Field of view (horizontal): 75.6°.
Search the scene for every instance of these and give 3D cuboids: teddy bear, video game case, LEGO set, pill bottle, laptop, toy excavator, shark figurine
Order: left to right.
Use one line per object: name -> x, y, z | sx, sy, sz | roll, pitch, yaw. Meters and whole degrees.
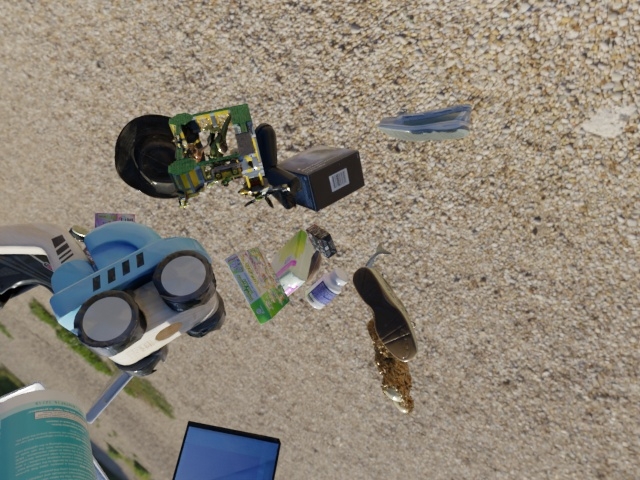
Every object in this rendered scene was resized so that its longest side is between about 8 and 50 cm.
pill bottle -> -0.386, 0.344, 0.559 | 0.264, 0.146, 0.146 | 39, 147, 46
toy excavator -> -0.471, 0.064, 0.850 | 0.445, 0.432, 0.222 | 51, 159, 22
video game case -> -0.662, 0.437, 1.443 | 0.036, 0.300, 0.329 | 42, 173, -12
laptop -> -0.226, 0.546, 0.876 | 0.234, 0.264, 0.137 | 9, 104, 3
LEGO set -> -0.242, -0.180, 1.023 | 0.192, 0.254, 0.331 | 82, 163, -45
pill bottle -> 0.031, 0.208, 1.833 | 0.112, 0.112, 0.186 | 45, 112, -4
shark figurine -> 0.234, 0.149, 1.985 | 0.116, 0.166, 0.279 | -145, 56, -68
teddy bear -> 0.245, 0.393, 1.350 | 0.113, 0.338, 0.245 | -26, 114, 14

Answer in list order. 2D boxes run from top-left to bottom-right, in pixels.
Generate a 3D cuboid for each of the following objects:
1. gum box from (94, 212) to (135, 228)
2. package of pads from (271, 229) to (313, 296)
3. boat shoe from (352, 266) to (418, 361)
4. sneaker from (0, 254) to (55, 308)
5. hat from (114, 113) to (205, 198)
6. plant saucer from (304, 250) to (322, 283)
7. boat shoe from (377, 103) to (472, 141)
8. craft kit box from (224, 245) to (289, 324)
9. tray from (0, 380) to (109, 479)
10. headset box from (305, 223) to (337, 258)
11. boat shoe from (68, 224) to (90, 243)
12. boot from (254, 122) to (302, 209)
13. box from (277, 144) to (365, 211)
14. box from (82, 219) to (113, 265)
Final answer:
gum box -> -0.703, -0.039, 1.403 | 0.188, 0.062, 0.107 | 4, 94, 40
package of pads -> -0.142, 0.122, 1.855 | 0.101, 0.297, 0.229 | 36, 125, -18
boat shoe -> 0.196, 0.197, 1.164 | 0.104, 0.089, 0.285 | -37, 69, 31
sneaker -> -0.921, 0.091, 1.106 | 0.185, 0.482, 0.203 | 158, 112, -73
hat -> -0.549, -0.283, 1.477 | 0.134, 0.331, 0.332 | 32, 144, 49
plant saucer -> -0.039, 0.145, 2.186 | 0.036, 0.199, 0.199 | 25, 140, -11
boat shoe -> 0.348, -0.404, 1.404 | 0.320, 0.118, 0.103 | 8, 87, 36
craft kit box -> -0.217, 0.148, 1.473 | 0.060, 0.246, 0.250 | -29, 91, 14
tray -> -0.540, 0.401, 0.806 | 0.030, 0.145, 0.271 | -133, 21, -71
headset box -> 0.000, 0.000, 1.032 | 0.083, 0.032, 0.062 | 35, 154, 53
boat shoe -> -0.871, -0.008, 1.543 | 0.042, 0.049, 0.133 | -37, 128, 21
boot -> -0.142, -0.250, 1.402 | 0.207, 0.094, 0.247 | 35, 130, 32
box -> -0.016, -0.292, 1.854 | 0.294, 0.296, 0.183 | 22, 134, 48
box -> -0.580, 0.107, 1.266 | 0.191, 0.143, 0.381 | 32, 151, -4
